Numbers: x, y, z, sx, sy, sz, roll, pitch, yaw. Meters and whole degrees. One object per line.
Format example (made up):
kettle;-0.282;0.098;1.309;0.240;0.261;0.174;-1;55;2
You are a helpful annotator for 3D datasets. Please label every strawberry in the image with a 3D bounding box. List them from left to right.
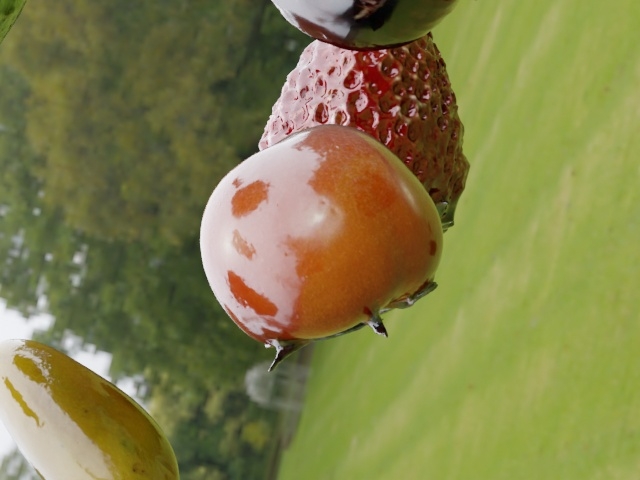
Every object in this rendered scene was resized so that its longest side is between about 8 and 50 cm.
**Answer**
strawberry;0.050;-0.145;1.947;0.292;0.291;0.310;116;137;-72

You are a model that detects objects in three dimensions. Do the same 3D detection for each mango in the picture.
mango;-0.236;0.188;1.449;0.113;0.253;0.138;-54;-20;14

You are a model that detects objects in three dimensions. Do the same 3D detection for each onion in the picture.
onion;0.069;-0.337;1.584;0.285;0.273;0.273;-11;-54;-44

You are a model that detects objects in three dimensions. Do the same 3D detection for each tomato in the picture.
tomato;0.000;0.000;1.521;0.224;0.255;0.256;63;177;-2

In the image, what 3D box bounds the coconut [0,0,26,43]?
coconut;-0.416;-0.306;1.386;0.328;0.281;0.329;-21;-62;-47
